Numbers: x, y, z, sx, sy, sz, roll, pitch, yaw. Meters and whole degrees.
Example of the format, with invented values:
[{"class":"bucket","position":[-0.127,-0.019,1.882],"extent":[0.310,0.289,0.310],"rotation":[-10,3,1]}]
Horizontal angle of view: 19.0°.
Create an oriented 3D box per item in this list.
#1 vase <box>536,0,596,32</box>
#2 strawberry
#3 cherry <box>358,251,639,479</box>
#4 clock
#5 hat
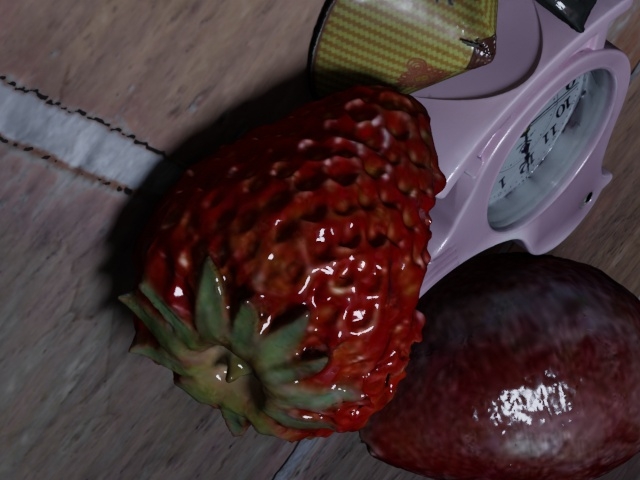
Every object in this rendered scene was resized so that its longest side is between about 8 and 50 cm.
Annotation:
[{"class":"vase","position":[0.228,-0.263,1.346],"extent":[0.237,0.115,0.115],"rotation":[-50,156,6]},{"class":"strawberry","position":[0.000,0.000,1.230],"extent":[0.244,0.205,0.205],"rotation":[-55,161,-32]},{"class":"cherry","position":[0.161,0.115,1.608],"extent":[0.300,0.230,0.203],"rotation":[-15,111,-29]},{"class":"clock","position":[0.124,-0.047,1.490],"extent":[0.290,0.080,0.275],"rotation":[-43,154,-17]},{"class":"hat","position":[0.086,-0.145,1.287],"extent":[0.193,0.082,0.193],"rotation":[-41,154,-25]}]
